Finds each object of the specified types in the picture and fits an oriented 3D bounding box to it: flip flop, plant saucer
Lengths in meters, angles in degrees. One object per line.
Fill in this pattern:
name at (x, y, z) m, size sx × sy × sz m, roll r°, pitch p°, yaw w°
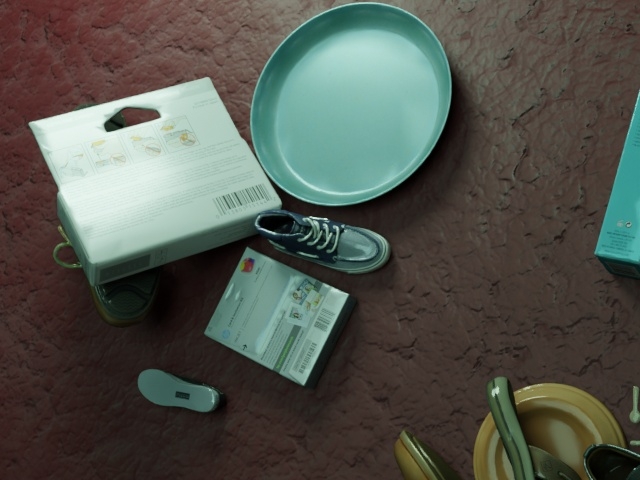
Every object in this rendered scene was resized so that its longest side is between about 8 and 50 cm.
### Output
flip flop at (0.273, 0.288, 1.440) m, size 0.080 × 0.112 × 0.277 m, roll -18°, pitch 61°, yaw 3°
plant saucer at (0.286, 0.277, 1.508) m, size 0.200 × 0.037 × 0.200 m, roll -7°, pitch 72°, yaw 23°
plant saucer at (0.047, -0.196, 1.760) m, size 0.318 × 0.044 × 0.317 m, roll -8°, pitch 71°, yaw 22°

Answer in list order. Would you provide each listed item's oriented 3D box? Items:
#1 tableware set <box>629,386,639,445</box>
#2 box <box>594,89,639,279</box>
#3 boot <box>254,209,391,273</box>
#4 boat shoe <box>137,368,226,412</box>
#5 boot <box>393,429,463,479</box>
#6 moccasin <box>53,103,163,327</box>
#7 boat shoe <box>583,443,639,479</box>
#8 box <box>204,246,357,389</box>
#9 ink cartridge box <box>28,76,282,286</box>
tableware set at (0.432, 0.252, 1.459) m, size 0.104 × 0.024 × 0.154 m, roll -2°, pitch 72°, yaw 21°
box at (0.417, -0.078, 1.520) m, size 0.060 × 0.100 × 0.244 m, roll 13°, pitch 80°, yaw 28°
boot at (0.000, 0.000, 1.696) m, size 0.190 × 0.086 × 0.069 m, roll 7°, pitch 78°, yaw 27°
boat shoe at (-0.203, 0.223, 1.748) m, size 0.142 × 0.040 × 0.049 m, roll 13°, pitch 89°, yaw 28°
boot at (0.111, 0.408, 1.524) m, size 0.220 × 0.109 × 0.283 m, roll -37°, pitch 70°, yaw 15°
moccasin at (-0.334, -0.029, 1.830) m, size 0.147 × 0.139 × 0.380 m, roll -58°, pitch 47°, yaw 46°
boat shoe at (0.373, 0.292, 1.339) m, size 0.084 × 0.079 × 0.233 m, roll -41°, pitch 20°, yaw -7°
box at (-0.059, 0.110, 1.717) m, size 0.186 × 0.038 × 0.145 m, roll 24°, pitch 85°, yaw 28°
ink cartridge box at (-0.244, -0.093, 1.756) m, size 0.296 × 0.066 × 0.261 m, roll -18°, pitch 62°, yaw -23°
